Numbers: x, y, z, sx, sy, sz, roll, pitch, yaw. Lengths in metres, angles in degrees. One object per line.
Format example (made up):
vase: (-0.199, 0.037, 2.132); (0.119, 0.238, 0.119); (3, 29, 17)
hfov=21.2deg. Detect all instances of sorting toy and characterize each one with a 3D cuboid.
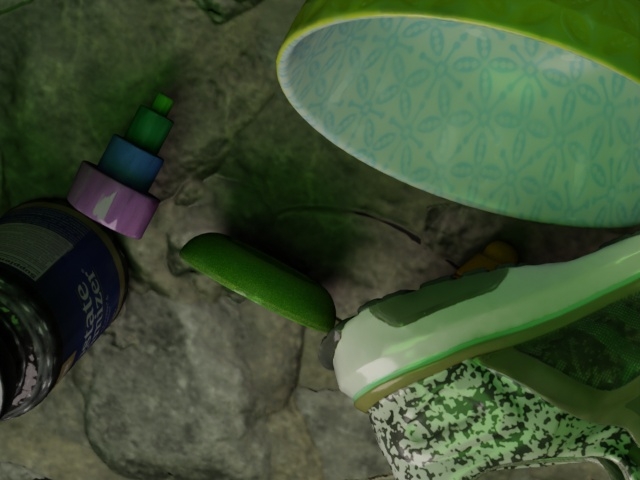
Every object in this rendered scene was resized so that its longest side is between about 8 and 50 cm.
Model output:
sorting toy: (0.000, 0.000, 1.260); (0.365, 0.127, 0.126); (28, 93, 1)

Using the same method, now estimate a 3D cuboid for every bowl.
bowl: (0.131, -0.137, 1.107); (0.289, 0.289, 0.156); (16, 72, 8)

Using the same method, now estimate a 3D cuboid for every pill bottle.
pill bottle: (-0.234, 0.059, 1.268); (0.122, 0.219, 0.123); (5, 113, 13)

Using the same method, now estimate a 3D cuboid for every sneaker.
sneaker: (0.215, 0.093, 1.137); (0.410, 0.158, 0.182); (-15, 76, 2)
